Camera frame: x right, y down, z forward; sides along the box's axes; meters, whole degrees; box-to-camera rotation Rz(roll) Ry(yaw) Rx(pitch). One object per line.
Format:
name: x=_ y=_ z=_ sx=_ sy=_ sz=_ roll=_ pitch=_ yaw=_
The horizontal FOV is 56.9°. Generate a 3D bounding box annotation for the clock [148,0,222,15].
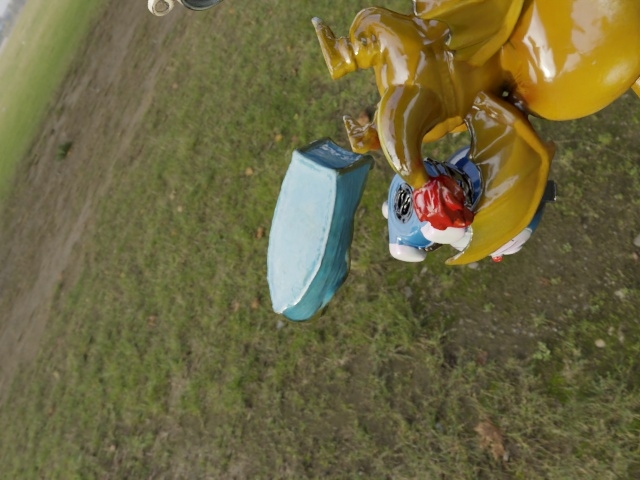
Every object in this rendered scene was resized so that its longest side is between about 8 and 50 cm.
clock: x=-0.178 y=-0.433 z=0.906 sx=0.229 sy=0.063 sz=0.155 roll=-51 pitch=-10 yaw=3

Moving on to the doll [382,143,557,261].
doll: x=0.295 y=-0.076 z=1.158 sx=0.284 sy=0.310 sz=0.240 roll=172 pitch=96 yaw=-68

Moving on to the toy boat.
toy boat: x=0.000 y=0.000 z=0.549 sx=0.075 sy=0.077 sz=0.185 roll=27 pitch=114 yaw=33

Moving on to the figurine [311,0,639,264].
figurine: x=0.213 y=-0.197 z=0.692 sx=0.387 sy=0.400 sz=0.268 roll=-21 pitch=28 yaw=3
